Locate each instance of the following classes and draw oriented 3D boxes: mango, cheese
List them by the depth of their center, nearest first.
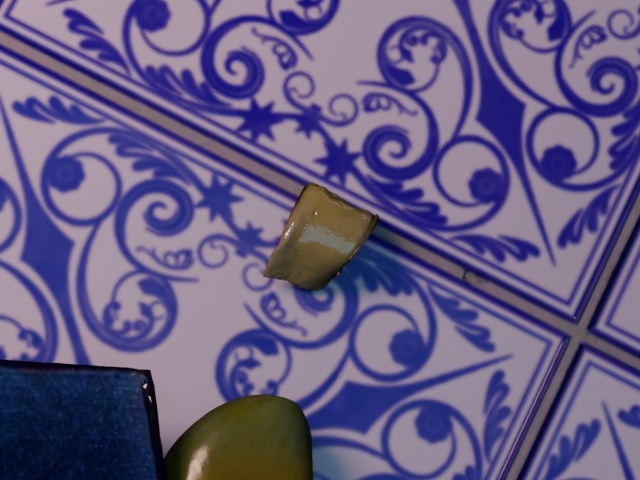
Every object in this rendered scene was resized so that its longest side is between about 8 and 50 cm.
[{"bbox_3d":[-0.058,0.198,1.198,0.130,0.092,0.194,21,75,-1],"label":"mango"},{"bbox_3d":[0.000,0.001,1.261,0.060,0.041,0.084,31,78,-3],"label":"cheese"}]

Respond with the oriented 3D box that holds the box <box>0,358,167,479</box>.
[{"bbox_3d":[-0.224,0.218,1.082,0.261,0.116,0.278,6,61,-33],"label":"box"}]
